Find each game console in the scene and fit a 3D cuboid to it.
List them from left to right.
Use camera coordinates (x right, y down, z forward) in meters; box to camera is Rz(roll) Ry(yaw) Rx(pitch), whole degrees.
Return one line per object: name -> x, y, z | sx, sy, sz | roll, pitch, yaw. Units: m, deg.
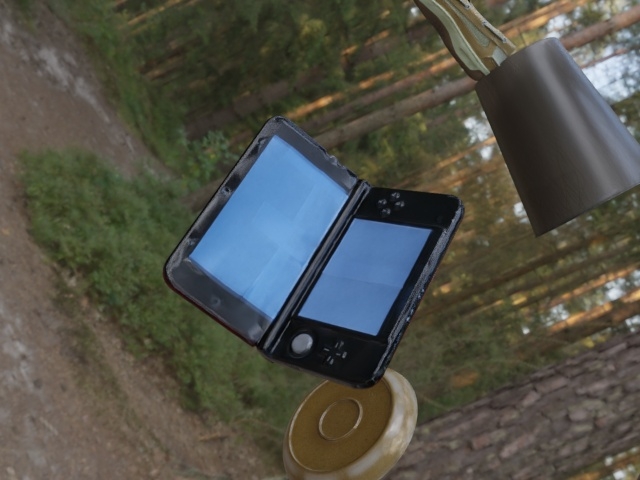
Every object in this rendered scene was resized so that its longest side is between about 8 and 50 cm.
game console -> 0.000, 0.000, 0.447 | 0.124, 0.144, 0.085 | 10, -32, 39

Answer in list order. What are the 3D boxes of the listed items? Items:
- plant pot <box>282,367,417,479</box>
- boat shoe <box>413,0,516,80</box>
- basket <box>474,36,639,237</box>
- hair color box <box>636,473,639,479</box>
plant pot -> 0.036, 0.281, 1.114 | 0.032, 0.236, 0.236 | 55, 10, -30
boat shoe -> 0.149, -0.276, 0.818 | 0.190, 0.072, 0.068 | 51, 24, -8
basket -> 0.319, -0.145, 0.987 | 0.226, 0.204, 0.154 | 61, -26, 7
hair color box -> 0.428, 0.349, 0.627 | 0.185, 0.339, 0.110 | -33, 142, -57
